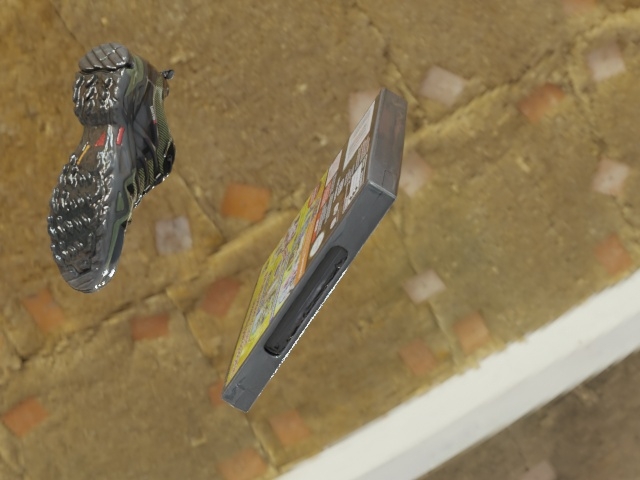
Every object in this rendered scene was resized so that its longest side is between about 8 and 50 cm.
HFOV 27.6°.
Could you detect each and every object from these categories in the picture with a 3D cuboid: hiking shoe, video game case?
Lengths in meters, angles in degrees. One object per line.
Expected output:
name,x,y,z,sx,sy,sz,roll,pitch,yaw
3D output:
hiking shoe,-0.175,-0.060,1.191,0.114,0.086,0.226,13,-94,-52
video game case,0.000,0.000,1.227,0.035,0.275,0.248,31,-68,-8
